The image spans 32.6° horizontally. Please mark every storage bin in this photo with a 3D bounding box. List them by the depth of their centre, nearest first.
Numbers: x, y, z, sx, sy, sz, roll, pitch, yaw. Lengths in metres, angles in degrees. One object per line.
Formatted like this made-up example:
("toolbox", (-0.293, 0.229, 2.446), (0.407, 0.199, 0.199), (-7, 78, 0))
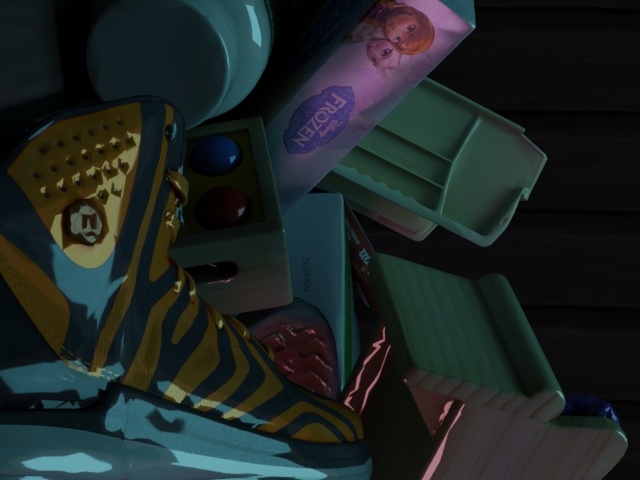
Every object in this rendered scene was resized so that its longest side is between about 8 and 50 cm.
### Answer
("storage bin", (0.064, -0.095, 1.144), (0.123, 0.260, 0.262), (-64, -172, -3))

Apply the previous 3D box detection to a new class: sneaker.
("sneaker", (-0.069, 0.032, 0.519), (0.321, 0.124, 0.180), (24, 63, -59))
("sneaker", (-0.075, 0.153, 0.836), (0.121, 0.108, 0.302), (-110, -142, -58))

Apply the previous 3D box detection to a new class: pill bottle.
("pill bottle", (-0.086, -0.149, 0.731), (0.208, 0.117, 0.118), (-77, 167, -63))

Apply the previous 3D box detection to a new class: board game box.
("board game box", (-0.007, -0.165, 0.881), (0.318, 0.065, 0.318), (-44, -155, 34))
("board game box", (0.000, 0.000, 1.212), (0.145, 0.027, 0.281), (59, -12, -18))

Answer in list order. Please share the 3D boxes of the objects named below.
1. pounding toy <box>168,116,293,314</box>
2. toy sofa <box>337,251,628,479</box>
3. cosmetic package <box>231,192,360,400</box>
("pounding toy", (-0.096, -0.013, 0.700), (0.100, 0.141, 0.130), (85, -6, -47))
("toy sofa", (0.062, 0.205, 0.839), (0.150, 0.177, 0.363), (-104, -147, -59))
("cosmetic package", (-0.041, 0.122, 1.077), (0.365, 0.155, 0.197), (78, 11, -64))
